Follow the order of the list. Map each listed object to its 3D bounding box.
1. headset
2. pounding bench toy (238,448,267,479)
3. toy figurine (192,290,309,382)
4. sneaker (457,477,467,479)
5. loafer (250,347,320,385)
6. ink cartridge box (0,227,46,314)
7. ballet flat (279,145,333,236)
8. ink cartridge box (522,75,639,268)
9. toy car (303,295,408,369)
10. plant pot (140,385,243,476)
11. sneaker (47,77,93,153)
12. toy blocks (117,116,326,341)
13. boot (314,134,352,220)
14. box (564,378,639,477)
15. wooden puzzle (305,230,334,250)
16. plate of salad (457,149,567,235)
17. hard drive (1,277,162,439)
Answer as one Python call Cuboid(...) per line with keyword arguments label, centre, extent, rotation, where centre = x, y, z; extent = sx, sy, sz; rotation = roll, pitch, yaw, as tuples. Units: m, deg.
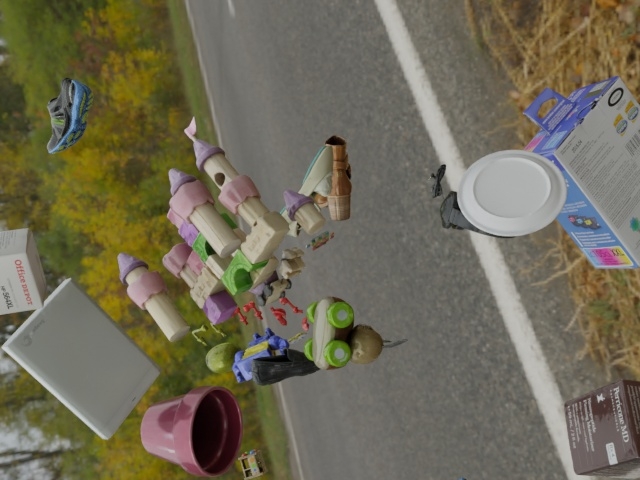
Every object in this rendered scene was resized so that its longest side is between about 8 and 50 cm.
Cuboid(label="headset", centre=(0.510, -0.126, 2.432), extent=(0.394, 0.243, 0.185), rotation=(35, 118, 52))
Cuboid(label="pounding bench toy", centre=(-0.173, 0.581, 1.867), extent=(0.083, 0.052, 0.065), rotation=(41, -151, -77))
Cuboid(label="toy figurine", centre=(-0.217, 0.323, 2.098), extent=(0.191, 0.362, 0.217), rotation=(61, -167, -22))
Cuboid(label="sneaker", centre=(0.246, 0.557, 1.533), extent=(0.073, 0.162, 0.063), rotation=(57, 179, -6))
Cuboid(label="loafer", centre=(-0.078, 0.323, 1.904), extent=(0.076, 0.223, 0.078), rotation=(-158, 59, -65))
Cuboid(label="ink cartridge box", centre=(-0.658, 0.070, 1.394), extent=(0.086, 0.203, 0.148), rotation=(-113, 18, -51))
Cuboid(label="ballet flat", centre=(-0.019, -0.112, 1.737), extent=(0.248, 0.086, 0.086), rotation=(-56, 30, 18))
Cuboid(label="ink cartridge box", centre=(0.618, -0.169, 1.585), extent=(0.395, 0.270, 0.151), rotation=(49, 160, -14))
Cuboid(label="toy car", centre=(0.079, 0.196, 1.473), extent=(0.155, 0.188, 0.149), rotation=(167, 108, -70))
Cuboid(label="plant pot", centre=(-0.308, 0.441, 1.663), extent=(0.201, 0.180, 0.201), rotation=(19, -112, -58))
Cuboid(label="sneaker", centre=(-0.540, -0.263, 1.509), extent=(0.188, 0.078, 0.067), rotation=(-57, -7, 34))
Cuboid(label="toy blocks", centre=(-0.191, -0.028, 1.272), extent=(0.260, 0.309, 0.288), rotation=(48, 127, 20))
Cuboid(label="boot", centre=(0.032, -0.197, 2.076), extent=(0.283, 0.109, 0.220), rotation=(-100, 6, -72))
Cuboid(label="box", centre=(0.671, 0.416, 1.556), extent=(0.203, 0.167, 0.168), rotation=(127, 149, -56))
Cuboid(label="wooden puzzle", centre=(0.000, 0.000, 1.759), extent=(0.006, 0.083, 0.049), rotation=(54, 166, 26))
Cuboid(label="plate of salad", centre=(0.359, -0.087, 1.343), extent=(0.048, 0.200, 0.200), rotation=(66, -177, -54))
Cuboid(label="hard drive", centre=(-0.516, 0.262, 1.578), extent=(0.040, 0.203, 0.307), rotation=(-11, 125, 45))
